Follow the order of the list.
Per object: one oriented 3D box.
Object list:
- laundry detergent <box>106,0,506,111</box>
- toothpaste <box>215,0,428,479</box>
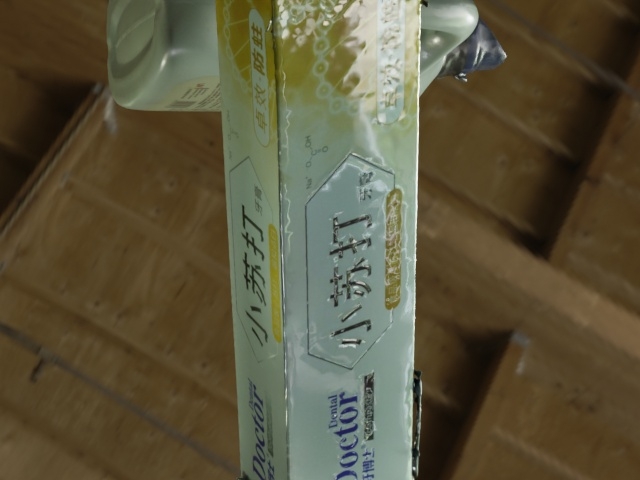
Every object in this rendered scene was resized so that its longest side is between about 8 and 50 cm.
[{"bbox_3d":[0.004,-0.142,1.127,0.281,0.215,0.105,0,-95,-18],"label":"laundry detergent"},{"bbox_3d":[0.000,0.000,0.802,0.089,0.312,0.071,-19,-143,-27],"label":"toothpaste"}]
